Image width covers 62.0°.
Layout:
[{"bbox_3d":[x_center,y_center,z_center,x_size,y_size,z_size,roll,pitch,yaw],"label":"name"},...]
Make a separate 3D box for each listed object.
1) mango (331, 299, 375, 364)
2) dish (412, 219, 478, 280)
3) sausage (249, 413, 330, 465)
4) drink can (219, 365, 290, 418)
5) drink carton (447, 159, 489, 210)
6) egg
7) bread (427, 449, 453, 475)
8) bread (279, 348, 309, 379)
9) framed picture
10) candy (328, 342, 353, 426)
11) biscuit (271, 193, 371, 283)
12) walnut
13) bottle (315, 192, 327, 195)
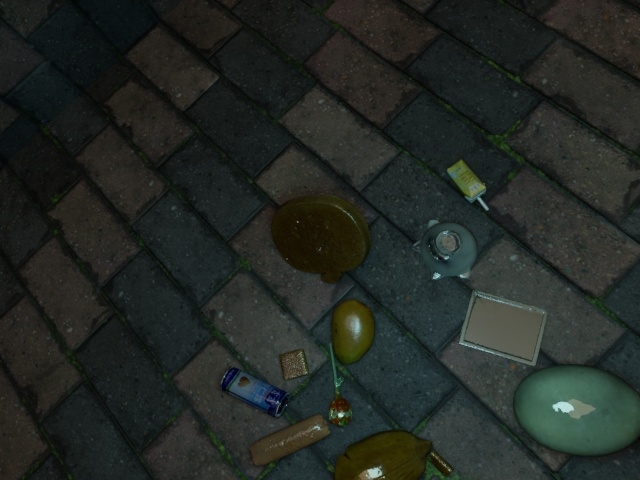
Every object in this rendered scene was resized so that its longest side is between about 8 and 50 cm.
[{"bbox_3d":[0.114,0.315,1.842,0.152,0.120,0.220,-6,78,15],"label":"mango"},{"bbox_3d":[0.442,0.028,1.873,0.236,0.086,0.227,36,83,22],"label":"dish"},{"bbox_3d":[-0.105,0.671,1.792,0.289,0.086,0.086,-26,68,5],"label":"sausage"},{"bbox_3d":[-0.231,0.530,1.865,0.235,0.097,0.097,20,78,20],"label":"drink can"},{"bbox_3d":[0.544,-0.194,1.930,0.084,0.074,0.200,-35,66,1],"label":"drink carton"},{"bbox_3d":[0.749,0.493,1.554,0.353,0.258,0.258,6,74,13],"label":"egg"},{"bbox_3d":[0.379,0.704,1.688,0.036,0.047,0.083,-34,66,-32],"label":"bread"},{"bbox_3d":[-0.092,0.442,1.892,0.090,0.035,0.094,-18,68,7],"label":"bread"},{"bbox_3d":[0.612,0.290,1.783,0.253,0.014,0.196,15,76,18],"label":"framed picture"},{"bbox_3d":[0.055,0.492,1.833,0.078,0.084,0.287,-12,60,6],"label":"candy"},{"bbox_3d":[0.005,-0.004,1.897,0.395,0.350,0.070,1,31,33],"label":"biscuit"},{"bbox_3d":[0.196,0.700,1.656,0.337,0.209,0.208,-23,68,-8],"label":"walnut"},{"bbox_3d":[0.058,-0.058,1.963,0.237,0.147,0.147,36,83,20],"label":"bottle"}]
